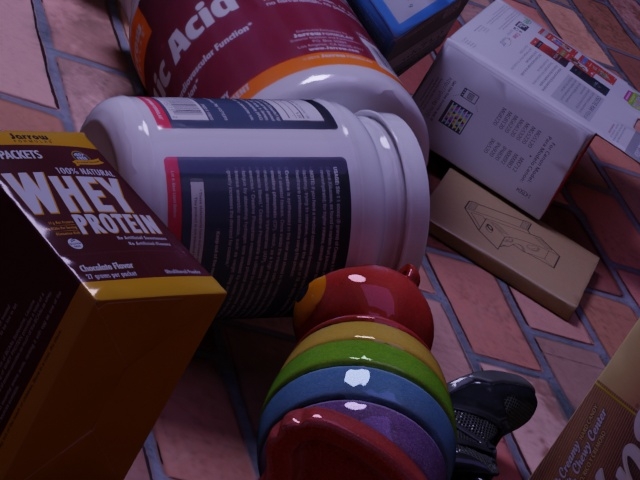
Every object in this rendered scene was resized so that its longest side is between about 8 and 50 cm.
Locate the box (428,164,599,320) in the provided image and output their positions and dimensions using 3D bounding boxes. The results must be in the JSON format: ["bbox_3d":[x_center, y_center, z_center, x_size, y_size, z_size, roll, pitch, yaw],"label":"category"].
[{"bbox_3d":[0.209,0.000,2.125,0.201,0.021,0.164,33,26,4],"label":"box"}]

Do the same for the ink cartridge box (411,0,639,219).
[{"bbox_3d":[0.264,-0.146,2.297,0.272,0.130,0.309,34,22,6],"label":"ink cartridge box"}]

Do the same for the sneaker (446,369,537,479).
[{"bbox_3d":[0.125,0.184,1.639,0.227,0.087,0.130,-7,46,-47],"label":"sneaker"}]

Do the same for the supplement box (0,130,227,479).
[{"bbox_3d":[-0.206,0.051,1.400,0.129,0.191,0.194,-2,40,-49],"label":"supplement box"}]

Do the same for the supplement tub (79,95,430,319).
[{"bbox_3d":[-0.064,-0.027,1.633,0.272,0.191,0.191,-1,37,-24],"label":"supplement tub"}]

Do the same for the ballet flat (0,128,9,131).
[{"bbox_3d":[-0.282,-0.062,1.676,0.221,0.077,0.079,18,46,-14],"label":"ballet flat"}]

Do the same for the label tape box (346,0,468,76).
[{"bbox_3d":[0.032,-0.304,2.110,0.249,0.115,0.348,55,-8,4],"label":"label tape box"}]

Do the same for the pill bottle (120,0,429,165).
[{"bbox_3d":[-0.063,-0.174,1.917,0.224,0.224,0.392,12,31,-33],"label":"pill bottle"}]

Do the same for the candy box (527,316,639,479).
[{"bbox_3d":[0.309,0.171,1.583,0.087,0.316,0.183,1,38,-44],"label":"candy box"}]

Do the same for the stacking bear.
[{"bbox_3d":[0.027,0.126,1.486,0.164,0.175,0.289,27,34,-12],"label":"stacking bear"}]
